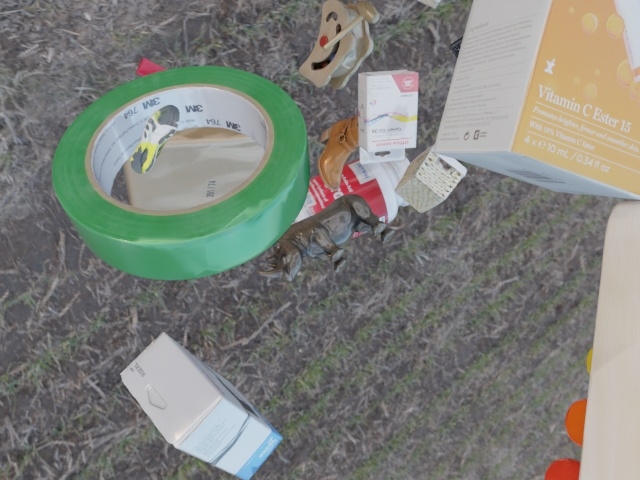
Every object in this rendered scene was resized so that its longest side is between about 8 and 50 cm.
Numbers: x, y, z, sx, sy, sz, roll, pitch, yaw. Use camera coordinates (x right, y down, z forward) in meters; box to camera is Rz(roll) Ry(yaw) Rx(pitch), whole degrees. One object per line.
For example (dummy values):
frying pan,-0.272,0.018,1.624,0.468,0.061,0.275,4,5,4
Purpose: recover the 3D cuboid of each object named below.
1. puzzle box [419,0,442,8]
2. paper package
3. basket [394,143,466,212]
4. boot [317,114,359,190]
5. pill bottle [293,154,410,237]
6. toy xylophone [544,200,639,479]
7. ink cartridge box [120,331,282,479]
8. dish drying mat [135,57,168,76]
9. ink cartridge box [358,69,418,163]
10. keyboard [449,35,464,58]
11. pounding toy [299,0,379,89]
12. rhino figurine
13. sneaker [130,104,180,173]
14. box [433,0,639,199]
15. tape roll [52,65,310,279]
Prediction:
puzzle box,0.130,-0.652,1.237,0.272,0.408,0.052,-51,166,-29
paper package,-0.288,-0.181,1.352,0.309,0.168,0.325,-8,152,-17
basket,0.275,-0.153,1.523,0.113,0.167,0.103,38,72,-4
boot,0.067,-0.245,1.627,0.073,0.152,0.197,10,69,-43
pill bottle,0.098,-0.129,1.900,0.407,0.229,0.229,-24,122,-7
toy xylophone,0.287,0.104,0.406,0.081,0.236,0.323,25,80,-43
ink cartridge box,-0.243,0.356,1.257,0.129,0.223,0.307,-46,144,-11
dish drying mat,-0.305,-0.312,1.118,0.083,0.008,0.032,19,104,-47
ink cartridge box,0.144,-0.258,1.273,0.115,0.067,0.198,-8,113,-12
keyboard,0.460,-0.552,1.634,0.192,0.038,0.100,-34,84,-2
pounding toy,0.024,-0.503,1.463,0.154,0.154,0.269,-7,151,-43
rhino figurine,0.000,0.000,0.951,0.243,0.106,0.073,-29,147,-28
sneaker,-0.183,-0.113,0.652,0.031,0.035,0.083,33,95,-21
box,0.312,-0.247,0.739,0.214,0.168,0.346,13,93,-21
tape roll,-0.175,-0.100,0.777,0.321,0.321,0.077,-35,149,-22
